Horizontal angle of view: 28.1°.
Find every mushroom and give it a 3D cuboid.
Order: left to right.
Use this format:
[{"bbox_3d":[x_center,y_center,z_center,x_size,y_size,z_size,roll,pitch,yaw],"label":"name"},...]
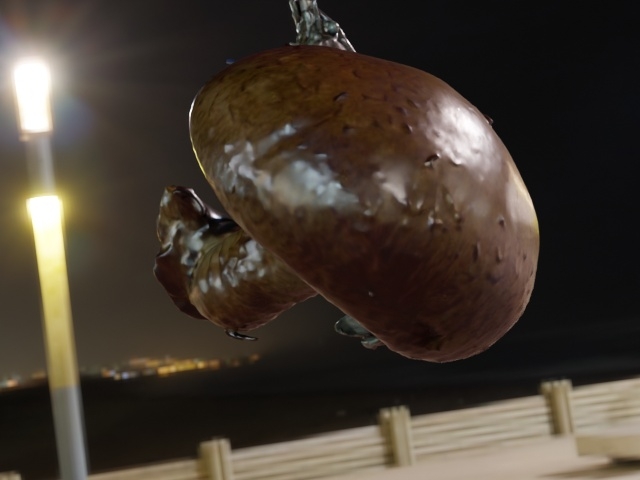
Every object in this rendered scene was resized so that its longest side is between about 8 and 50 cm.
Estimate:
[{"bbox_3d":[-0.005,-0.017,1.129,0.356,0.331,0.334,-28,36,6],"label":"mushroom"}]

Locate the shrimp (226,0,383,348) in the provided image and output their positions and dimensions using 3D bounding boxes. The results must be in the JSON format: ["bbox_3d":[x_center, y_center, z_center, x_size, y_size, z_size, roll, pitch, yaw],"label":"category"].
[{"bbox_3d":[0.014,-0.085,1.407,0.166,0.410,0.221,-33,14,-21],"label":"shrimp"}]
